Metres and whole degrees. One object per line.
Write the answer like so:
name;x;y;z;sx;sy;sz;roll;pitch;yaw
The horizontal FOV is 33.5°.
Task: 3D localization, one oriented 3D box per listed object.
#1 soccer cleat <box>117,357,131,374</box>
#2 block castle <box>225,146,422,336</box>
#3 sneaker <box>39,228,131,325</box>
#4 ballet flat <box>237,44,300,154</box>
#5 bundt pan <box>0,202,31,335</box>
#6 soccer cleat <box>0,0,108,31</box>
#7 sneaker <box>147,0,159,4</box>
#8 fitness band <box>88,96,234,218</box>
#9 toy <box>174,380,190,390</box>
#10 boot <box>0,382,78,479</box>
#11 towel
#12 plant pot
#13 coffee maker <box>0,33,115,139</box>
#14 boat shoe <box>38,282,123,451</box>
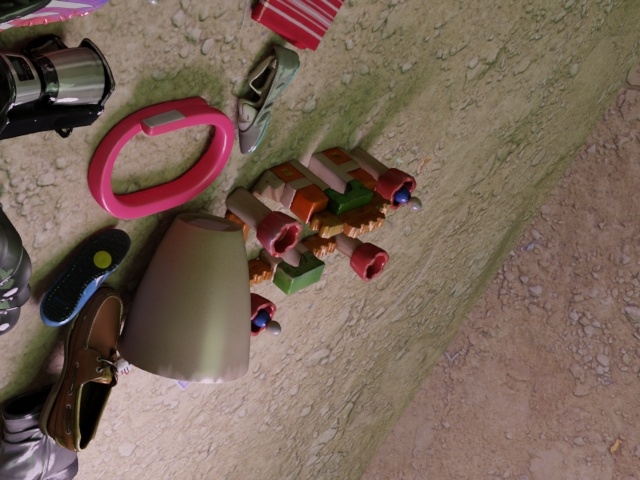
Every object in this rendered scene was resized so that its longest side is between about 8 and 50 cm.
soccer cleat;-0.408;0.253;2.145;0.035;0.029;0.083;-64;155;5
block castle;0.000;0.000;2.254;0.453;0.213;0.303;-22;141;-43
sneaker;-0.418;0.063;1.869;0.209;0.069;0.082;-52;-173;-18
ballet flat;-0.113;-0.260;1.937;0.068;0.072;0.213;20;108;-33
bundt pan;-0.569;0.087;1.584;0.331;0.124;0.331;-38;151;-25
soccer cleat;-0.357;-0.330;1.417;0.318;0.109;0.116;-38;154;-29
sneaker;-0.202;-0.407;1.582;0.191;0.083;0.071;-42;150;-21
fitness band;-0.272;-0.142;1.841;0.291;0.054;0.209;-20;142;-44
toy;-0.279;0.245;2.301;0.137;0.056;0.237;-47;153;-12
boot;-0.589;0.398;1.983;0.338;0.118;0.222;-30;141;-48
towel;-0.002;-0.475;1.863;0.275;0.031;0.199;-58;150;10
plant pot;-0.234;0.095;2.013;0.256;0.256;0.274;-6;113;-55
coffee maker;-0.402;-0.195;1.493;0.178;0.120;0.171;-17;139;-47
boat shoe;-0.413;0.236;1.949;0.111;0.104;0.307;13;95;-50
